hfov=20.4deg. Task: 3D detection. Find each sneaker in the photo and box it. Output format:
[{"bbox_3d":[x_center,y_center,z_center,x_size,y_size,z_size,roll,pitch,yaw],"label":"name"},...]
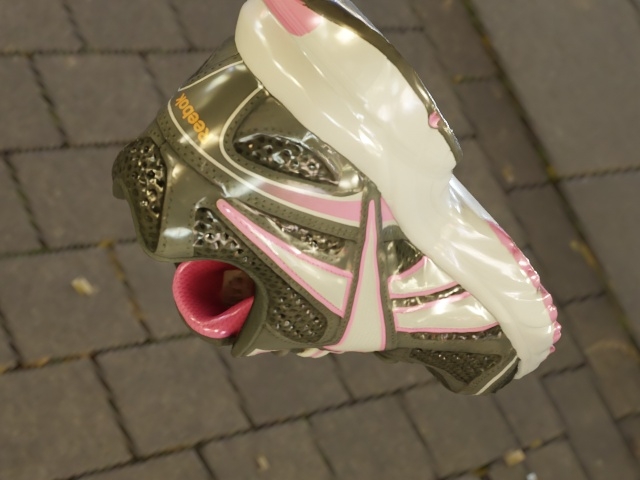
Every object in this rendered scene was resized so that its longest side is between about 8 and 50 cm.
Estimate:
[{"bbox_3d":[0.000,0.000,0.448,0.072,0.077,0.178,53,1,35],"label":"sneaker"}]
